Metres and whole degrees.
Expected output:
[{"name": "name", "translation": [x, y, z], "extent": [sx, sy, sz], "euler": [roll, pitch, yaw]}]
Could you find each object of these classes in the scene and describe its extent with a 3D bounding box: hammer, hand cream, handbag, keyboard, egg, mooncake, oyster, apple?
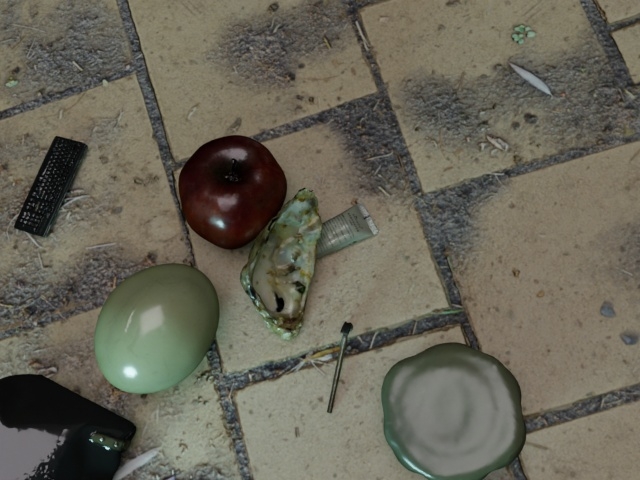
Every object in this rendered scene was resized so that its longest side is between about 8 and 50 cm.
[{"name": "hammer", "translation": [0.036, 0.247, 1.594], "extent": [0.017, 0.062, 0.182], "euler": [11, 80, 10]}, {"name": "hand cream", "translation": [0.000, 0.000, 1.680], "extent": [0.234, 0.050, 0.080], "euler": [-26, 71, -7]}, {"name": "handbag", "translation": [-0.518, 0.439, 1.545], "extent": [0.288, 0.152, 0.342], "euler": [15, 78, -2]}, {"name": "keyboard", "translation": [-0.590, -0.120, 1.785], "extent": [0.094, 0.025, 0.230], "euler": [16, 75, 13]}, {"name": "egg", "translation": [-0.314, 0.166, 1.565], "extent": [0.219, 0.219, 0.269], "euler": [27, 72, 13]}, {"name": "mooncake", "translation": [0.244, 0.323, 1.506], "extent": [0.275, 0.135, 0.274], "euler": [-3, 72, 9]}, {"name": "oyster", "translation": [-0.067, 0.040, 1.610], "extent": [0.166, 0.094, 0.294], "euler": [24, 89, -25]}, {"name": "apple", "translation": [-0.176, -0.097, 1.633], "extent": [0.234, 0.234, 0.234], "euler": [-2, 72, 5]}]
